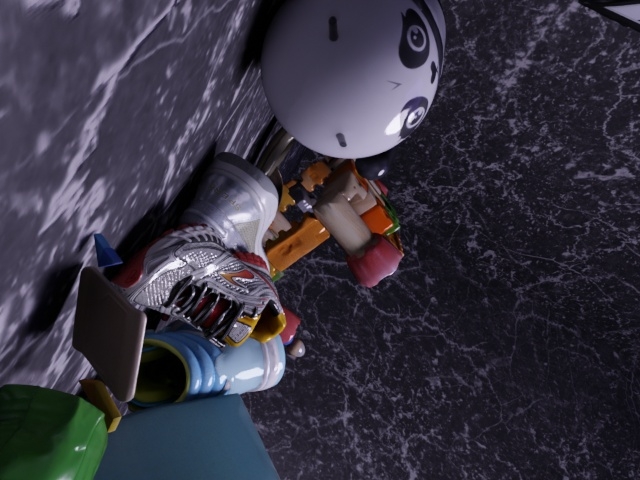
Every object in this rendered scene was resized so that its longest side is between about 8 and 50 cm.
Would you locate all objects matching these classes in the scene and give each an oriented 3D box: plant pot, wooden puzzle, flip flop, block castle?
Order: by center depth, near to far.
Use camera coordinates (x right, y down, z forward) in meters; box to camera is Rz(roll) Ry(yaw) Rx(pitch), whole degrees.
[{"bbox_3d":[-0.140,0.061,0.374,0.014,0.078,0.116,-8,125,-49],"label":"wooden puzzle"},{"bbox_3d":[-0.189,0.287,0.622,0.234,0.165,0.165,16,121,-50],"label":"plant pot"},{"bbox_3d":[-0.095,-0.096,1.013,0.277,0.080,0.112,-52,-173,21],"label":"flip flop"},{"bbox_3d":[0.000,0.000,1.101,0.303,0.213,0.453,-35,-164,15],"label":"block castle"}]

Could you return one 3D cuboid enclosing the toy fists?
[{"bbox_3d":[-0.215,0.209,0.369,0.279,0.096,0.142,122,-17,-45],"label":"toy fists"}]

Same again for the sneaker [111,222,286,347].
[{"bbox_3d":[-0.098,0.050,0.540,0.088,0.092,0.225,-40,154,14],"label":"sneaker"}]

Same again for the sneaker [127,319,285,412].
[{"bbox_3d":[-0.227,0.175,0.813,0.319,0.208,0.127,-16,-99,42],"label":"sneaker"}]

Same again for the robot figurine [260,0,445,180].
[{"bbox_3d":[0.045,-0.195,0.583,0.173,0.209,0.278,-43,-167,31],"label":"robot figurine"}]

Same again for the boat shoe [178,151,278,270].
[{"bbox_3d":[-0.128,0.023,0.700,0.103,0.118,0.320,-54,175,-31],"label":"boat shoe"}]

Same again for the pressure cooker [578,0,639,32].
[{"bbox_3d":[0.254,-0.313,0.319,0.375,0.420,0.370,56,-51,48],"label":"pressure cooker"}]

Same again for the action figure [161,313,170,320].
[{"bbox_3d":[-0.202,0.066,0.829,0.030,0.038,0.115,86,29,-65],"label":"action figure"}]

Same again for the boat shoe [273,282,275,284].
[{"bbox_3d":[-0.180,0.067,1.446,0.127,0.158,0.340,-61,-176,-2],"label":"boat shoe"}]
